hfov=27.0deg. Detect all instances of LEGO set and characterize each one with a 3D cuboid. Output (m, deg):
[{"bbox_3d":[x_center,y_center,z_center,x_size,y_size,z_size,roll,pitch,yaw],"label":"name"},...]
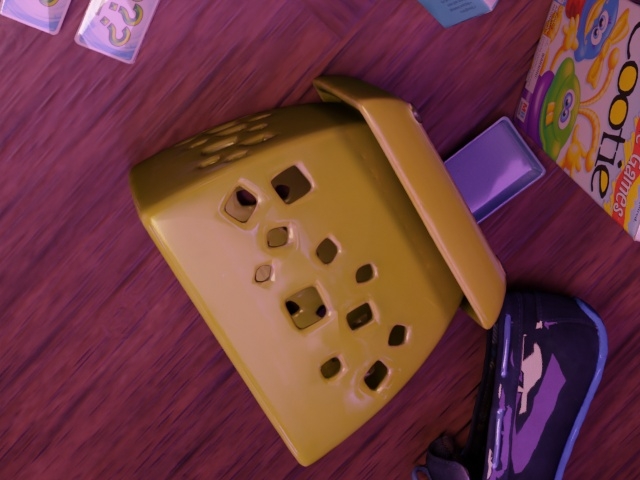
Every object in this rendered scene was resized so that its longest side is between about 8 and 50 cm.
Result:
[{"bbox_3d":[-0.171,-0.266,0.980,0.182,0.060,0.244,21,106,-21],"label":"LEGO set"}]

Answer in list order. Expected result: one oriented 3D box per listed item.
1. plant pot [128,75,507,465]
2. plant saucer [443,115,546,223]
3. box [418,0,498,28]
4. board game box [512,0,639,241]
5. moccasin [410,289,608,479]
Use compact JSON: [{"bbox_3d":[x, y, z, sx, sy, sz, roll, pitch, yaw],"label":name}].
[{"bbox_3d":[0.000,0.000,1.018,0.207,0.228,0.227,-31,105,-2],"label":"plant pot"},{"bbox_3d":[0.098,-0.026,1.143,0.192,0.018,0.067,-38,112,5],"label":"plant saucer"},{"bbox_3d":[0.051,-0.279,0.988,0.244,0.060,0.100,40,66,-22],"label":"box"},{"bbox_3d":[0.269,-0.098,1.004,0.144,0.275,0.142,12,109,-14],"label":"board game box"},{"bbox_3d":[0.144,0.202,1.197,0.116,0.138,0.342,17,93,-11],"label":"moccasin"}]
